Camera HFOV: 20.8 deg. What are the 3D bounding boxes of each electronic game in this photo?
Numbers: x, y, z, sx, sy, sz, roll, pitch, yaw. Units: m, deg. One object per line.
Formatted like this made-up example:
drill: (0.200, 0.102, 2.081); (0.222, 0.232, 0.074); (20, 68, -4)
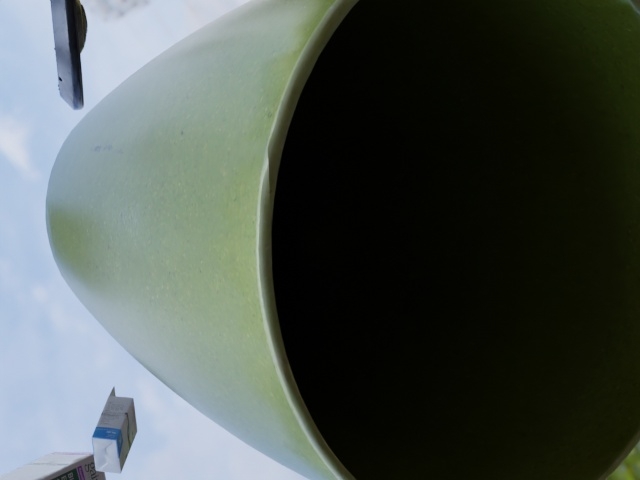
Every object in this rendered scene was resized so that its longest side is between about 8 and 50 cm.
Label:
electronic game: (-0.335, -0.288, 2.327); (0.229, 0.048, 0.229); (174, 90, -82)

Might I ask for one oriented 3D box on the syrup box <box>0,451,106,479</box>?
syrup box: (-0.399, 0.367, 2.376); (0.237, 0.096, 0.093); (-20, -78, -51)

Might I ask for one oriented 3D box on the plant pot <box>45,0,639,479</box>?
plant pot: (-0.008, -0.013, 0.881); (0.294, 0.274, 0.275); (6, 145, 51)

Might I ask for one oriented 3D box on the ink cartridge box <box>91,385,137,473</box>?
ink cartridge box: (-0.210, 0.195, 1.800); (0.083, 0.028, 0.048); (-74, -14, -53)
